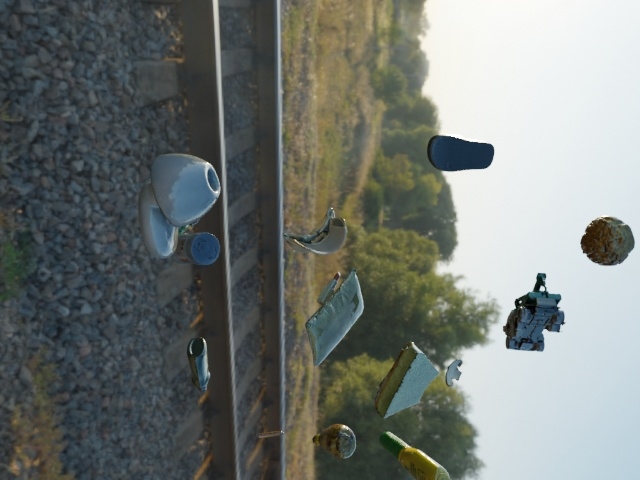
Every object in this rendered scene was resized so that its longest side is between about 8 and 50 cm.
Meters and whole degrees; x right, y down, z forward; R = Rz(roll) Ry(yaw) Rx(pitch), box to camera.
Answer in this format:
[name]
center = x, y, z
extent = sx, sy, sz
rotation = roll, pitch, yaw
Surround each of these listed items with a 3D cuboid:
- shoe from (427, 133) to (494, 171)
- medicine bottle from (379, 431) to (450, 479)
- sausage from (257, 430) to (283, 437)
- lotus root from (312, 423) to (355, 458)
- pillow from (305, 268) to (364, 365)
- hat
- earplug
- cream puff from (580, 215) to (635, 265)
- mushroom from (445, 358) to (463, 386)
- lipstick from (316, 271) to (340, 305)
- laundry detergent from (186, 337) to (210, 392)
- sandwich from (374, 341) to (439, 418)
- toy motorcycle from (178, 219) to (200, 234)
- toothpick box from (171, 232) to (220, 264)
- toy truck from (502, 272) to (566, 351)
[shoe]
center = 0.406, -0.264, 1.674
extent = 0.093, 0.240, 0.108
rotation = -141, -124, -59
[medicine bottle]
center = 0.256, 0.615, 1.560
extent = 0.260, 0.064, 0.095
rotation = 18, -50, 58
[sausage]
center = -0.156, 0.601, 1.724
extent = 0.015, 0.100, 0.015
rotation = 39, 42, -47
[lotus root]
center = 0.044, 0.663, 1.849
extent = 0.190, 0.094, 0.108
rotation = -23, -103, 58
[pillow]
center = 0.051, 0.238, 1.765
extent = 0.302, 0.074, 0.185
rotation = -45, 135, -41
[hat]
center = 0.000, 0.000, 1.977
extent = 0.226, 0.219, 0.164
rotation = 49, -21, 37
[earplug]
center = -0.376, -0.088, 1.422
extent = 0.325, 0.174, 0.214
rotation = -47, -138, 45
[cream puff]
center = 0.764, 0.008, 1.493
extent = 0.103, 0.126, 0.144
rotation = -36, 135, -22
[mushroom]
center = 0.431, 0.427, 1.799
extent = 0.101, 0.049, 0.019
rotation = -53, 168, -28
[lipstick]
center = 0.033, 0.155, 1.826
extent = 0.030, 0.030, 0.129
rotation = 49, 60, -34
[laundry detergent]
center = -0.475, 0.499, 2.193
extent = 0.144, 0.078, 0.222
rotation = -105, -169, -56
[sandwich]
center = 0.272, 0.381, 1.605
extent = 0.212, 0.063, 0.245
rotation = -5, 126, -45
[toy motorcycle]
center = -0.490, -0.055, 1.964
extent = 0.106, 0.074, 0.190
rotation = -46, -176, 19
[toothpick box]
center = -0.398, 0.027, 1.753
extent = 0.101, 0.153, 0.101
rotation = 1, 88, -41
[toy truck]
center = 0.847, 0.305, 2.221
extent = 0.364, 0.176, 0.178
rotation = 91, 4, -48
